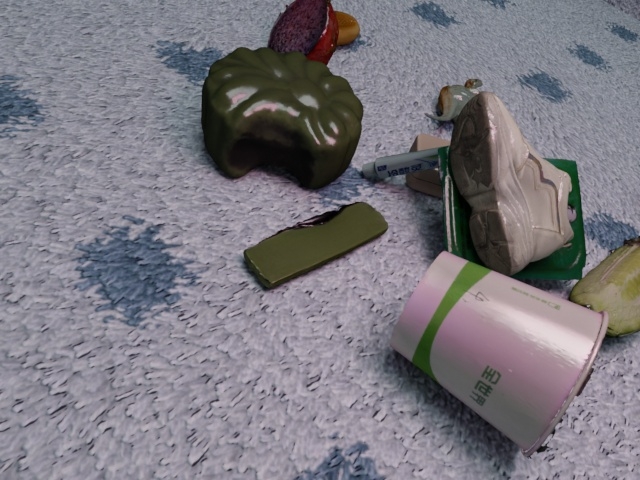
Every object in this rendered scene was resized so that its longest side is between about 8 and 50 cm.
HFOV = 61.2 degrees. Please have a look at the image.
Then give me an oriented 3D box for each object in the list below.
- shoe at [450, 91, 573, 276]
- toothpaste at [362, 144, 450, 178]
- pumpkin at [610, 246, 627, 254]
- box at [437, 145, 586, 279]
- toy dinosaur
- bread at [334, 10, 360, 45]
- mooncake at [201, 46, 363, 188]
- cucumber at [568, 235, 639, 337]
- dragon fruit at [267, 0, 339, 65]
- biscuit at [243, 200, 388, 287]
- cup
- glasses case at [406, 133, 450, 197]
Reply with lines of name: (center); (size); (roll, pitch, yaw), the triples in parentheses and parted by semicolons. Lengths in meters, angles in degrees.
shoe: (0.378, -0.117, 1.031); (0.211, 0.132, 0.342); (-13, 90, -22)
toothpaste: (0.232, -0.176, 1.172); (0.297, 0.075, 0.048); (-8, 67, 28)
pumpkin: (0.734, 0.054, 1.270); (0.073, 0.035, 0.101); (-21, 61, -21)
box: (0.385, -0.045, 1.140); (0.337, 0.106, 0.264); (3, 80, -18)
toy dinosaur: (0.387, -0.359, 1.486); (0.393, 0.092, 0.205); (-27, 61, -35)
bread: (0.040, -0.632, 1.626); (0.189, 0.077, 0.114); (-27, 82, -38)
mooncake: (-0.081, -0.274, 1.171); (0.351, 0.187, 0.351); (9, 46, -9)
cucumber: (0.614, 0.114, 1.124); (0.325, 0.105, 0.145); (-26, 88, -36)
dragon fruit: (-0.019, -0.532, 1.453); (0.148, 0.218, 0.223); (22, 79, -46)
biscuit: (0.000, 0.000, 1.045); (0.322, 0.038, 0.099); (-24, 64, -37)
cup: (0.270, 0.162, 0.866); (0.274, 0.253, 0.253); (29, 45, 19)
glasses case: (0.374, -0.147, 1.292); (0.337, 0.076, 0.144); (17, 44, -5)
